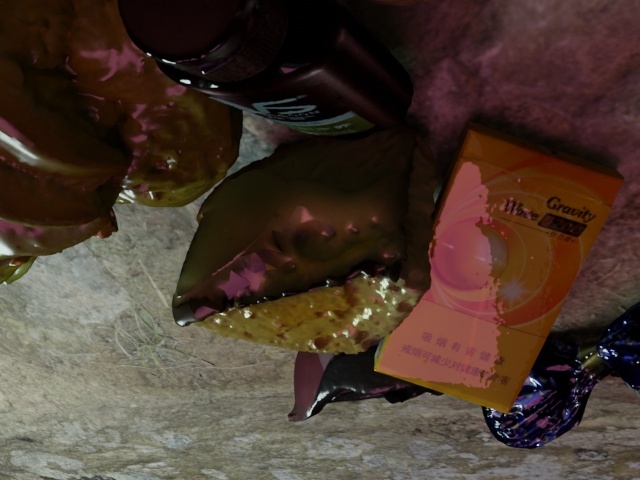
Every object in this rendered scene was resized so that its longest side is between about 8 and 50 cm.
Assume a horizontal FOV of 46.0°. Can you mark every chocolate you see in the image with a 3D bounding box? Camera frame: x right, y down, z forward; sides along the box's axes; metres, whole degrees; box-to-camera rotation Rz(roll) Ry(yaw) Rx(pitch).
[{"bbox_3d":[0.335,0.136,0.859,0.148,0.126,0.343,-7,158,-38],"label":"chocolate"}]

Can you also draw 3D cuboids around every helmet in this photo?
[{"bbox_3d":[0.064,0.129,0.922,0.198,0.154,0.253,-5,173,-40],"label":"helmet"}]

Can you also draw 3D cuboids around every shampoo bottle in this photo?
[{"bbox_3d":[-0.022,-0.125,0.520,0.129,0.084,0.323,3,-178,15],"label":"shampoo bottle"}]

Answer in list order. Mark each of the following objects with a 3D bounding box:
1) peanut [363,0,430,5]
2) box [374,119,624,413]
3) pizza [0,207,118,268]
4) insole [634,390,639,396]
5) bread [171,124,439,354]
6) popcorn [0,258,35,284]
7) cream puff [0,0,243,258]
[{"bbox_3d":[-0.047,-0.248,0.488,0.313,0.149,0.149,16,144,7],"label":"peanut"},{"bbox_3d":[0.166,0.034,0.736,0.152,0.043,0.269,17,113,-2],"label":"box"},{"bbox_3d":[-0.337,-0.035,0.859,0.036,0.176,0.184,17,144,48],"label":"pizza"},{"bbox_3d":[0.519,0.197,0.947,0.232,0.003,0.080,-1,140,23],"label":"insole"},{"bbox_3d":[0.000,0.000,0.748,0.262,0.204,0.162,-9,148,26],"label":"bread"},{"bbox_3d":[-0.455,-0.010,0.923,0.213,0.198,0.198,19,145,11],"label":"popcorn"},{"bbox_3d":[-0.208,-0.117,0.611,0.270,0.274,0.323,12,147,21],"label":"cream puff"}]
